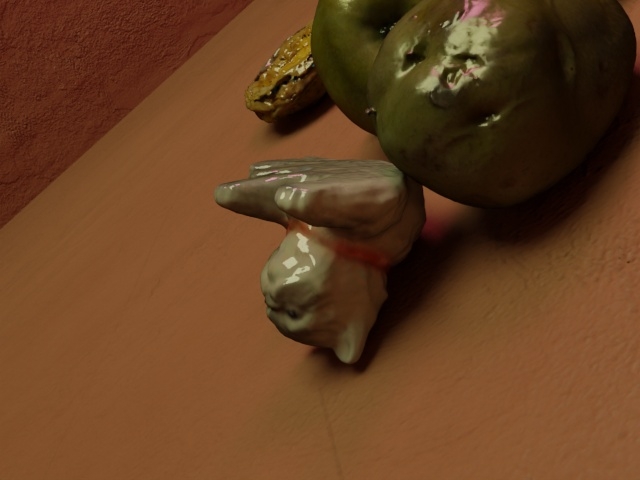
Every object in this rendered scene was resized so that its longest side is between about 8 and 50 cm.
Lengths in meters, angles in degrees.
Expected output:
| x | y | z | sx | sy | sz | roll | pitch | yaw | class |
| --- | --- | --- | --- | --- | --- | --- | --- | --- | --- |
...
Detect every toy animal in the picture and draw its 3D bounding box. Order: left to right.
| x | y | z | sx | sy | sz | roll | pitch | yaw | class |
| --- | --- | --- | --- | --- | --- | --- | --- | --- | --- |
| 0.000 | 0.000 | 0.907 | 0.266 | 0.188 | 0.307 | -21 | 16 | -36 | toy animal |

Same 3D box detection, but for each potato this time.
| x | y | z | sx | sy | sz | roll | pitch | yaw | class |
| --- | --- | --- | --- | --- | --- | --- | --- | --- | --- |
| 0.196 | -0.172 | 0.832 | 0.351 | 0.203 | 0.218 | -31 | 45 | -34 | potato |

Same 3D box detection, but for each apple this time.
| x | y | z | sx | sy | sz | roll | pitch | yaw | class |
| --- | --- | --- | --- | --- | --- | --- | --- | --- | --- |
| 0.105 | -0.266 | 1.081 | 0.261 | 0.261 | 0.194 | -38 | -5 | 6 | apple |

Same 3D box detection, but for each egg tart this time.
| x | y | z | sx | sy | sz | roll | pitch | yaw | class |
| --- | --- | --- | --- | --- | --- | --- | --- | --- | --- |
| -0.018 | -0.321 | 1.548 | 0.290 | 0.107 | 0.291 | -38 | 24 | 20 | egg tart |
